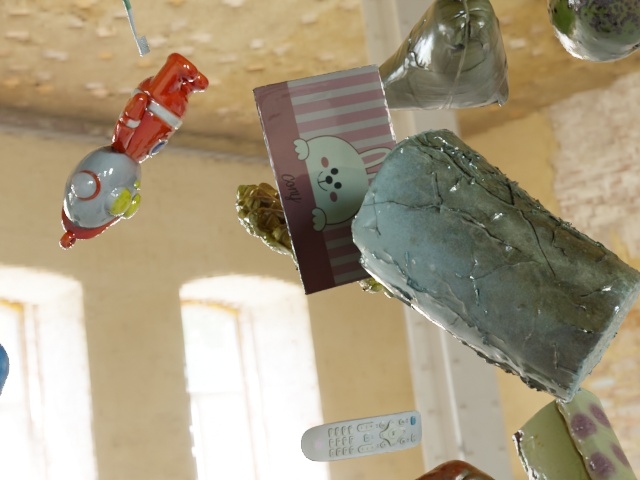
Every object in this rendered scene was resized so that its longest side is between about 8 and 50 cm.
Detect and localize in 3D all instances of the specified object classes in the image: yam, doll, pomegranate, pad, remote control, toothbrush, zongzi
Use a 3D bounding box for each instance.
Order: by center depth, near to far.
[{"bbox_3d":[0.231,0.033,1.447,0.241,0.348,0.241,-43,-22,-23],"label":"yam"},{"bbox_3d":[0.031,-0.090,1.613,0.202,0.299,0.005,-14,1,-22],"label":"pad"},{"bbox_3d":[-0.287,-0.125,1.693,0.336,0.105,0.200,-53,-7,0],"label":"doll"},{"bbox_3d":[0.073,0.353,2.060,0.229,0.073,0.044,-7,12,-14],"label":"remote control"},{"bbox_3d":[-0.380,-0.470,2.210,0.024,0.018,0.257,-29,-48,-13],"label":"toothbrush"},{"bbox_3d":[0.573,-0.541,2.319,0.285,0.340,0.285,-26,-16,-8],"label":"pomegranate"},{"bbox_3d":[0.210,-0.408,2.415,0.418,0.181,0.447,-10,-23,10],"label":"zongzi"}]

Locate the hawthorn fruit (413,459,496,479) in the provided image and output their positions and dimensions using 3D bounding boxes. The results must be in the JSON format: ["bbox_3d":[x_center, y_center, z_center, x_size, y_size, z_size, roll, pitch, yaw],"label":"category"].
[{"bbox_3d":[0.244,0.522,2.004,0.211,0.210,0.262,-8,-48,1],"label":"hawthorn fruit"}]

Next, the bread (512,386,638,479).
[{"bbox_3d":[0.493,0.456,2.102,0.187,0.338,0.155,-41,-57,19],"label":"bread"}]

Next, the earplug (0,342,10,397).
[{"bbox_3d":[-0.565,0.264,1.753,0.132,0.132,0.273,8,-64,-50],"label":"earplug"}]

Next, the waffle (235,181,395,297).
[{"bbox_3d":[-0.008,-0.004,1.828,0.301,0.058,0.281,23,17,-27],"label":"waffle"}]
